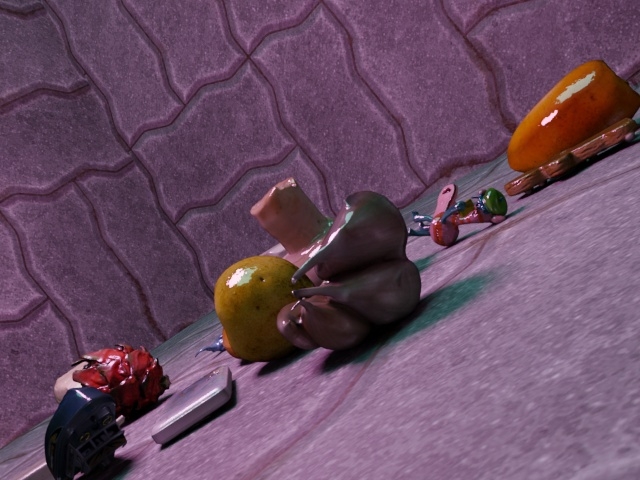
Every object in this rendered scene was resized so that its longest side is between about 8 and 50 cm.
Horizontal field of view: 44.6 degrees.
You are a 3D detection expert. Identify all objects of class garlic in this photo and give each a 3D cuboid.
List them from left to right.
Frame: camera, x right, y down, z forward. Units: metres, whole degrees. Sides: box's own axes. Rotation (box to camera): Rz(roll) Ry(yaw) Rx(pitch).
[{"bbox_3d":[0.033,0.052,1.170,0.237,0.210,0.292,-24,-7,-2],"label":"garlic"}]

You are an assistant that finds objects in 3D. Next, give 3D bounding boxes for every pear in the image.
[{"bbox_3d":[-0.093,0.118,1.420,0.197,0.197,0.197,-30,2,1],"label":"pear"}]

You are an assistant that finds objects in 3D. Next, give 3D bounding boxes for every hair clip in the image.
[{"bbox_3d":[0.340,-0.061,1.964,0.123,0.102,0.138,-30,34,56],"label":"hair clip"}]

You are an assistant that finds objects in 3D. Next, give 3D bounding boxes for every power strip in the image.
[{"bbox_3d":[-0.493,0.425,1.494,0.288,0.053,0.093,-31,1,-33],"label":"power strip"}]

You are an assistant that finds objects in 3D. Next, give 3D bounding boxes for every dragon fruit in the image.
[{"bbox_3d":[-0.456,0.324,1.778,0.188,0.182,0.182,-20,6,26],"label":"dragon fruit"}]

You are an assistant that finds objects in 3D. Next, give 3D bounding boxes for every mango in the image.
[{"bbox_3d":[0.582,-0.282,1.863,0.199,0.201,0.350,11,-39,-45],"label":"mango"}]

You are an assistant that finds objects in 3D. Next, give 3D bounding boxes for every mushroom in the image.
[{"bbox_3d":[0.000,0.000,1.599,0.292,0.290,0.292,-33,6,4],"label":"mushroom"}]

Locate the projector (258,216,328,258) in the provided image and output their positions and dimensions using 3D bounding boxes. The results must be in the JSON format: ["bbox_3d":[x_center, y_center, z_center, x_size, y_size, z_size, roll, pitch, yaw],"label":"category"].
[{"bbox_3d":[-0.029,0.063,2.058,0.242,0.177,0.163,-33,5,-29],"label":"projector"}]

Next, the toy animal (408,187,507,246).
[{"bbox_3d":[0.273,-0.048,1.596,0.208,0.100,0.103,-14,-28,34],"label":"toy animal"}]

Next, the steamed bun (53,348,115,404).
[{"bbox_3d":[-0.574,0.391,2.029,0.200,0.155,0.250,-34,10,-27],"label":"steamed bun"}]

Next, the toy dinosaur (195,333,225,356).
[{"bbox_3d":[-0.251,0.267,2.078,0.197,0.045,0.080,-22,-17,-45],"label":"toy dinosaur"}]

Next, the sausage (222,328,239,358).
[{"bbox_3d":[-0.157,0.197,1.696,0.112,0.112,0.328,-30,4,-2],"label":"sausage"}]

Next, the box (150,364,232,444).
[{"bbox_3d":[-0.217,0.279,1.357,0.142,0.044,0.285,-34,2,-6],"label":"box"}]

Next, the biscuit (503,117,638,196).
[{"bbox_3d":[0.535,-0.172,1.673,0.301,0.049,0.197,-29,-2,23],"label":"biscuit"}]

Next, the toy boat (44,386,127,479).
[{"bbox_3d":[-0.391,0.326,1.301,0.114,0.122,0.296,-36,-14,-36],"label":"toy boat"}]
